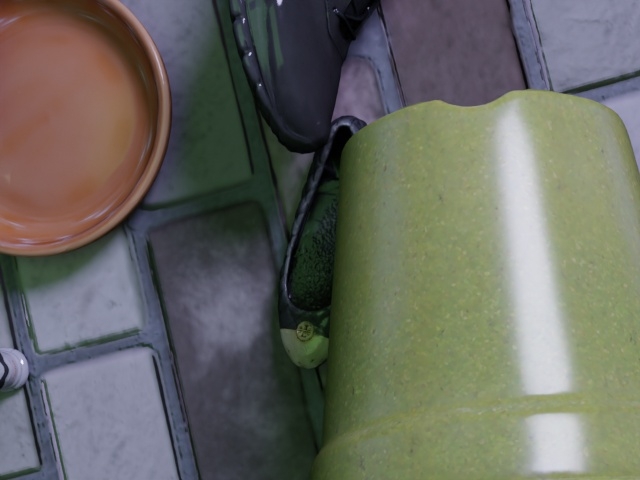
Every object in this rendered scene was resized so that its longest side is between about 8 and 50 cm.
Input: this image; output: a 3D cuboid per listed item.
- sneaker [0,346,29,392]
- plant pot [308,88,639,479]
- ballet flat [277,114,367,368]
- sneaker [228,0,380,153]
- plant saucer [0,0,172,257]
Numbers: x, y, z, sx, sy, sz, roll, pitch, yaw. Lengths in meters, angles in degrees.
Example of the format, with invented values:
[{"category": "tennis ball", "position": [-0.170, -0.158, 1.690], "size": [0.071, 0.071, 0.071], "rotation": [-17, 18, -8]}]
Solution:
[{"category": "sneaker", "position": [-0.264, 0.093, 1.333], "size": [0.109, 0.044, 0.040], "rotation": [-9, 85, 17]}, {"category": "plant pot", "position": [0.110, 0.056, 1.136], "size": [0.276, 0.276, 0.254], "rotation": [-8, 72, 15]}, {"category": "ballet flat", "position": [0.000, 0.000, 1.263], "size": [0.057, 0.049, 0.173], "rotation": [9, 88, 17]}, {"category": "sneaker", "position": [0.009, -0.198, 1.240], "size": [0.130, 0.109, 0.286], "rotation": [0, 79, 9]}, {"category": "plant saucer", "position": [-0.196, -0.086, 1.332], "size": [0.200, 0.037, 0.200], "rotation": [-1, 86, 16]}]
